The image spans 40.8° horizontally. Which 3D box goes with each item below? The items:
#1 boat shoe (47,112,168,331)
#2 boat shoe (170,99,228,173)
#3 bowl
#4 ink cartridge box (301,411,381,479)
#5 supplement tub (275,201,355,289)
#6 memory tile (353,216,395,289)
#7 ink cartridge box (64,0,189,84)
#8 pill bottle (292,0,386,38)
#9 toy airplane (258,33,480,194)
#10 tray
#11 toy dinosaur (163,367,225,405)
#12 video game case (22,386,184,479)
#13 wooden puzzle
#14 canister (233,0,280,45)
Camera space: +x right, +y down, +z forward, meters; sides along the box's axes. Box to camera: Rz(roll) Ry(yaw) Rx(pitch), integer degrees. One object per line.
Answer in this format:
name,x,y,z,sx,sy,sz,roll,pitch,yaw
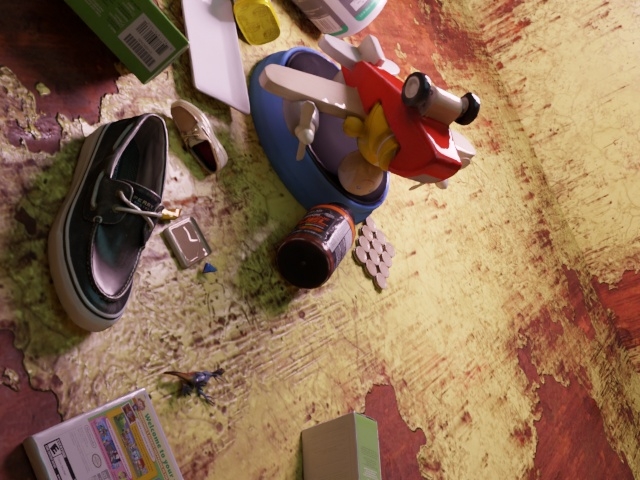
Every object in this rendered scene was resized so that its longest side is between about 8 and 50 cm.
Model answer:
boat shoe,-0.270,-0.044,1.138,0.121,0.119,0.335,34,42,-42
boat shoe,-0.201,-0.168,1.412,0.135,0.050,0.045,52,27,-21
bowl,0.012,-0.218,1.761,0.391,0.077,0.391,38,39,-39
ink cartridge box,0.034,0.379,1.311,0.062,0.109,0.209,33,42,-41
supplement tub,0.000,0.000,1.549,0.106,0.106,0.198,57,30,-12
memory tile,0.112,0.025,1.800,0.113,0.012,0.148,51,33,-21
ink cartridge box,-0.318,-0.361,1.345,0.189,0.097,0.255,48,0,-26
pill bottle,-0.023,-0.631,1.889,0.361,0.204,0.204,40,38,-37
toy airplane,0.099,-0.221,1.618,0.386,0.272,0.384,28,18,9
tray,-0.203,-0.359,1.573,0.145,0.030,0.270,21,50,-51
toy dinosaur,-0.166,0.189,1.211,0.090,0.047,0.082,48,14,-8
video game case,-0.238,0.302,1.026,0.193,0.023,0.212,-17,82,-60
wooden puzzle,-0.204,0.002,1.317,0.078,0.014,0.116,-21,86,-56
canister,-0.138,-0.493,1.708,0.126,0.073,0.170,58,17,-65
